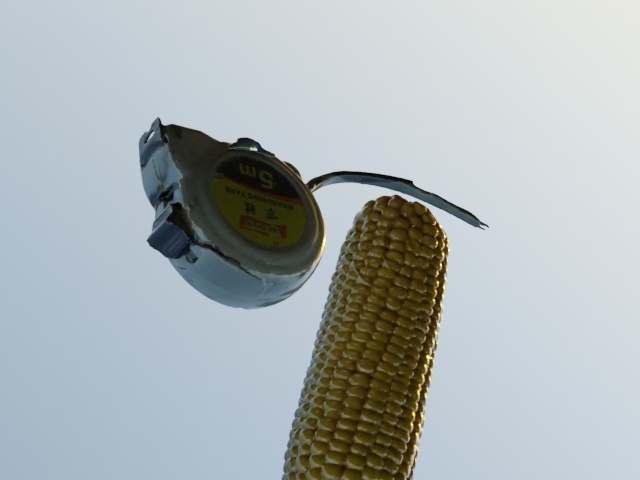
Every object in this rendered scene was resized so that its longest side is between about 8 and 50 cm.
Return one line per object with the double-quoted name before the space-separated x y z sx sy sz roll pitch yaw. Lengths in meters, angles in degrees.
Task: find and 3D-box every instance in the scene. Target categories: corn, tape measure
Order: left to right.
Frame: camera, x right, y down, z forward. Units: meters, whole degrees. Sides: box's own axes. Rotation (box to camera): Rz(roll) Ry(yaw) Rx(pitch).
"tape measure" -0.001 0.000 1.235 0.330 0.084 0.164 16 -125 -30
"corn" 0.055 0.142 1.530 0.144 0.387 0.144 15 159 6
